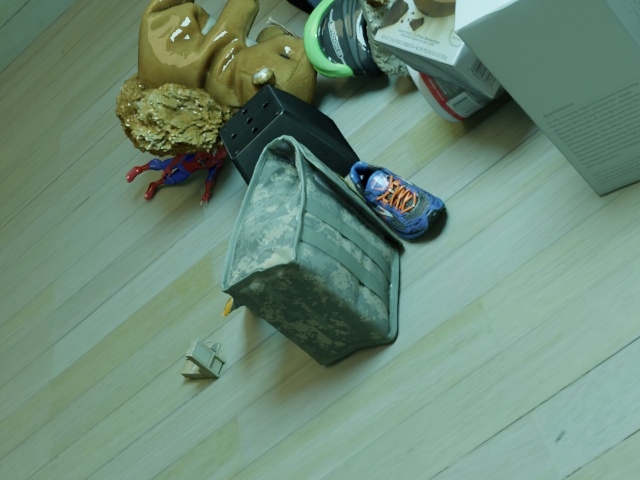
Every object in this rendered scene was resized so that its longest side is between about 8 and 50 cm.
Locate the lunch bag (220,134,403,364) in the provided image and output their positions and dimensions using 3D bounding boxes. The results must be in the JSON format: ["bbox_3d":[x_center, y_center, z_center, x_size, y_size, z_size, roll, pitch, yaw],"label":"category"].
[{"bbox_3d":[0.000,0.000,1.589,0.169,0.235,0.287,-24,41,32],"label":"lunch bag"}]

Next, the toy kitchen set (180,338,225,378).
[{"bbox_3d":[-0.210,0.186,1.795,0.083,0.075,0.068,-7,50,40],"label":"toy kitchen set"}]

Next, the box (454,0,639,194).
[{"bbox_3d":[0.338,-0.258,1.353,0.168,0.345,0.215,-24,40,33],"label":"box"}]

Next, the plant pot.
[{"bbox_3d":[-0.072,-0.167,1.905,0.187,0.167,0.188,-42,33,10],"label":"plant pot"}]

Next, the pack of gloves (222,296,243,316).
[{"bbox_3d":[-0.087,0.031,1.739,0.232,0.046,0.195,-26,-40,-85],"label":"pack of gloves"}]

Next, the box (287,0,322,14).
[{"bbox_3d":[-0.067,-0.640,2.209,0.179,0.343,0.312,-47,34,4],"label":"box"}]

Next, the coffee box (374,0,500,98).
[{"bbox_3d":[0.230,-0.376,1.520,0.168,0.119,0.297,29,91,44],"label":"coffee box"}]

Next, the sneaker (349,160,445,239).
[{"bbox_3d":[0.111,-0.067,1.664,0.083,0.087,0.221,-54,33,-5],"label":"sneaker"}]

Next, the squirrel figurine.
[{"bbox_3d":[-0.196,-0.290,2.072,0.370,0.281,0.397,28,70,34],"label":"squirrel figurine"}]

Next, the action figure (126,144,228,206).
[{"bbox_3d":[-0.301,-0.127,2.203,0.280,0.091,0.139,-19,37,39],"label":"action figure"}]

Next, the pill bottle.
[{"bbox_3d":[0.284,-0.318,1.643,0.283,0.161,0.161,-31,38,26],"label":"pill bottle"}]

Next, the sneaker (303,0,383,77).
[{"bbox_3d":[0.167,-0.487,1.977,0.202,0.185,0.482,25,80,38],"label":"sneaker"}]

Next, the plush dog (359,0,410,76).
[{"bbox_3d":[0.174,-0.425,1.759,0.226,0.262,0.210,-20,4,-2],"label":"plush dog"}]

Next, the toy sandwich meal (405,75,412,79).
[{"bbox_3d":[0.177,-0.321,1.891,0.086,0.029,0.085,-30,38,27],"label":"toy sandwich meal"}]
